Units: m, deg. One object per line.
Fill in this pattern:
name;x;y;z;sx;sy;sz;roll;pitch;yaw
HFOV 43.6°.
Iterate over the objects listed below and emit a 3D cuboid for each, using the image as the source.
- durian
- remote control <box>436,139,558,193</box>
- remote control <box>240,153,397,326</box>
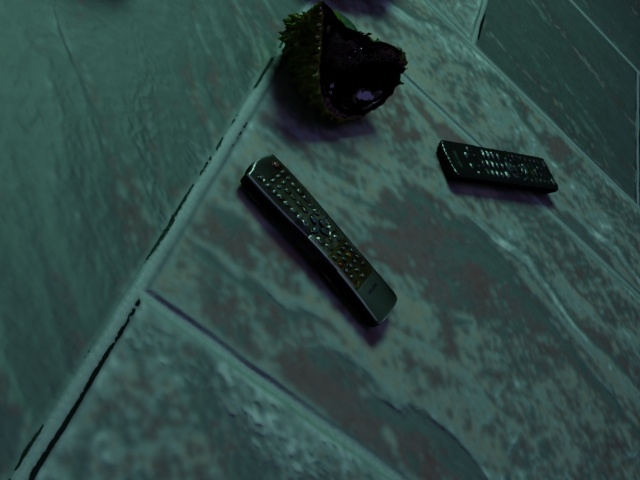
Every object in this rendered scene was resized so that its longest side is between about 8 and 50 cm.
durian;0.006;-0.208;0.943;0.108;0.119;0.187;34;14;36
remote control;0.255;-0.101;1.134;0.245;0.025;0.063;4;60;-41
remote control;0.000;0.000;0.830;0.212;0.028;0.059;49;45;-6
